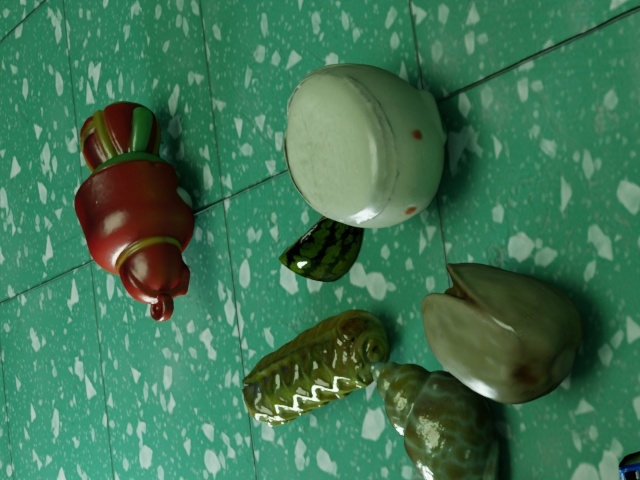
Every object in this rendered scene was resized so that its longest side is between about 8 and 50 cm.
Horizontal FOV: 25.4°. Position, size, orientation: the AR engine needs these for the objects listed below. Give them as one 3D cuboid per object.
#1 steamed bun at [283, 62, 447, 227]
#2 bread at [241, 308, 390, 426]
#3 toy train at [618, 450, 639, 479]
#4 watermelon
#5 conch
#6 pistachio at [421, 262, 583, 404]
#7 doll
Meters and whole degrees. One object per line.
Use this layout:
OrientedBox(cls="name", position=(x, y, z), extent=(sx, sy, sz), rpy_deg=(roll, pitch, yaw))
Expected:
OrientedBox(cls="steamed bun", position=(0.060, -0.107, 1.596), extent=(0.228, 0.131, 0.177), rpy_deg=(29, 118, 53))
OrientedBox(cls="bread", position=(-0.004, 0.157, 1.757), extent=(0.087, 0.098, 0.269), rpy_deg=(46, 145, -8))
OrientedBox(cls="toy train", position=(0.260, 0.258, 1.249), extent=(0.204, 0.083, 0.131), rpy_deg=(-14, 75, 15))
OrientedBox(cls="watermelon", position=(-0.009, 0.005, 1.772), extent=(0.163, 0.069, 0.087), rpy_deg=(-46, 54, 46))
OrientedBox(cls="conch", position=(0.134, 0.208, 1.531), extent=(0.116, 0.106, 0.172), rpy_deg=(-161, 56, -75))
OrientedBox(cls="pistachio", position=(0.176, 0.087, 1.429), extent=(0.129, 0.131, 0.206), rpy_deg=(-48, 34, -10))
OrientedBox(cls="doll", position=(-0.275, -0.040, 2.108), extent=(0.182, 0.160, 0.363), rpy_deg=(-46, 54, 40))
